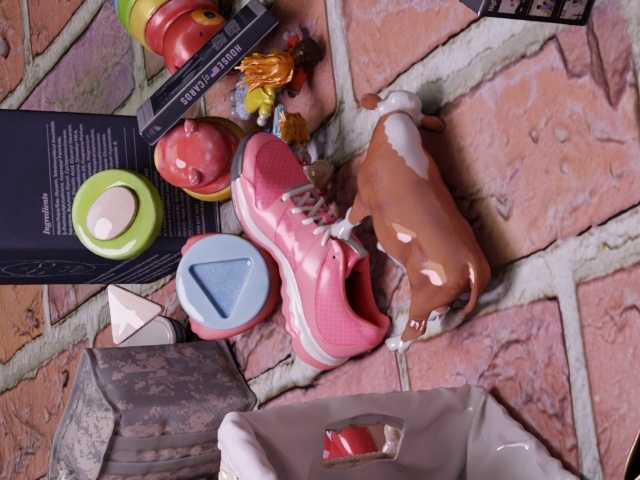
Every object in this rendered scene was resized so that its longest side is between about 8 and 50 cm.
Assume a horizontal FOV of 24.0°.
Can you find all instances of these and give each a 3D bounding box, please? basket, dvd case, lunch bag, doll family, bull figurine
[{"bbox_3d":[0.088,0.347,1.514,0.331,0.328,0.266,45,132,52],"label":"basket"},{"bbox_3d":[-0.159,-0.237,2.073,0.238,0.029,0.179,-44,16,4],"label":"dvd case"},{"bbox_3d":[-0.259,0.300,2.226,0.169,0.235,0.287,58,138,40],"label":"lunch bag"},{"bbox_3d":[-0.060,-0.157,1.992,0.163,0.118,0.263,-29,66,60],"label":"doll family"},{"bbox_3d":[0.098,-0.027,1.726,0.188,0.101,0.310,114,146,-43],"label":"bull figurine"}]

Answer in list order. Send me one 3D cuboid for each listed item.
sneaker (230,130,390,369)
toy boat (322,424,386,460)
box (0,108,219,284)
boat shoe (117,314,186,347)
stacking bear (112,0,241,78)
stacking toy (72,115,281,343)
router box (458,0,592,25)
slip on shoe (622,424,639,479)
[{"bbox_3d":[0.001,0.000,1.869,0.136,0.116,0.314,-19,95,44],"label":"sneaker"},{"bbox_3d":[0.002,0.310,1.839,0.151,0.151,0.231,47,129,51],"label":"toy boat"},{"bbox_3d":[-0.396,-0.058,2.317,0.293,0.395,0.212,-24,69,58],"label":"box"},{"bbox_3d":[-0.258,0.179,2.390,0.254,0.079,0.095,-46,53,54],"label":"boat shoe"},{"bbox_3d":[-0.219,-0.348,2.259,0.289,0.175,0.164,58,137,33],"label":"stacking bear"},{"bbox_3d":[-0.212,-0.003,2.072,0.130,0.279,0.309,7,-114,-79],"label":"stacking toy"},{"bbox_3d":[0.223,-0.302,1.465,0.046,0.133,0.179,49,131,49],"label":"router box"},{"bbox_3d":[0.315,0.173,1.384,0.051,0.041,0.135,55,136,46],"label":"slip on shoe"}]
